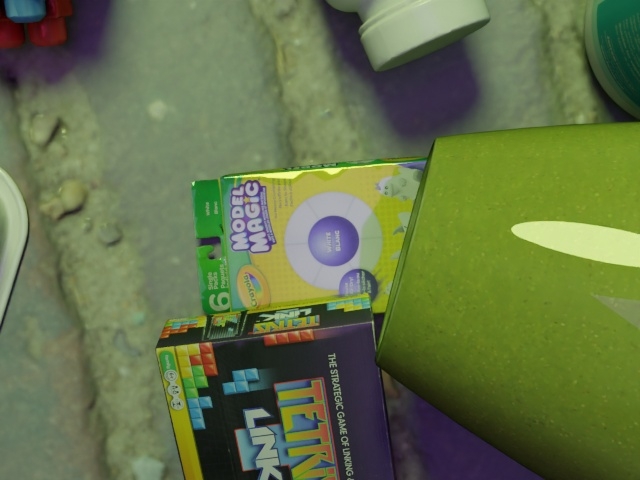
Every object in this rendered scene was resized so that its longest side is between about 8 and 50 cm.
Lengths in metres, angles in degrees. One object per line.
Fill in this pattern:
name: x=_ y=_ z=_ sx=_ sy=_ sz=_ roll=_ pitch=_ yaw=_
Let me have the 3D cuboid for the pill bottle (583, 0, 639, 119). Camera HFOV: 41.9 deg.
pill bottle: x=0.248 y=-0.138 z=0.451 sx=0.146 sy=0.264 sz=0.146 roll=0 pitch=94 yaw=1

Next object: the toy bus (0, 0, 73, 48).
toy bus: x=-0.236 y=-0.229 z=0.531 sx=0.220 sy=0.149 sz=0.212 roll=2 pitch=110 yaw=4

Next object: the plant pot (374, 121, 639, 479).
plant pot: x=0.188 y=0.046 z=0.470 sx=0.293 sy=0.275 sz=0.275 roll=14 pitch=95 yaw=4

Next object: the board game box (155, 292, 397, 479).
board game box: x=-0.024 y=0.130 z=0.566 sx=0.141 sy=0.048 sz=0.170 roll=-8 pitch=109 yaw=4

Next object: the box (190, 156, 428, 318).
box: x=0.000 y=0.000 z=0.580 sx=0.179 sy=0.043 sz=0.105 roll=-5 pitch=95 yaw=4

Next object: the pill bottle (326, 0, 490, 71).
pill bottle: x=0.037 y=-0.207 z=0.530 sx=0.108 sy=0.108 sz=0.180 roll=-22 pitch=94 yaw=3

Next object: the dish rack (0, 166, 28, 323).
dish rack: x=-0.399 y=0.036 z=0.581 sx=0.332 sy=0.072 sz=0.286 roll=19 pitch=94 yaw=-1
